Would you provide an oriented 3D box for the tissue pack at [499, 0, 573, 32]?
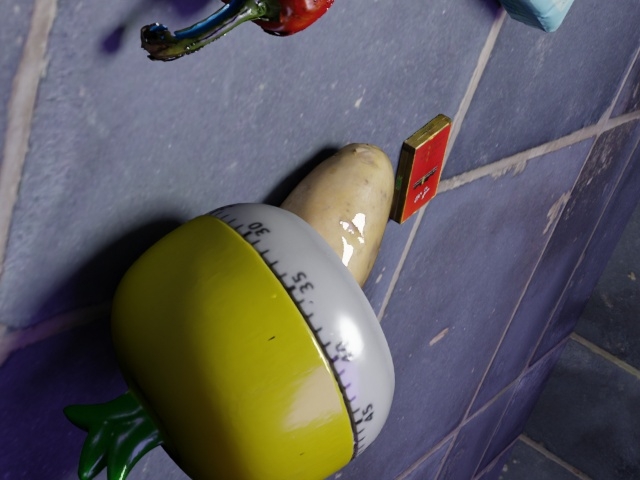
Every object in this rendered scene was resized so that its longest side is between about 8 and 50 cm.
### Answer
[{"bbox_3d":[0.258,-0.370,1.187,0.177,0.089,0.263,-63,154,7],"label":"tissue pack"}]

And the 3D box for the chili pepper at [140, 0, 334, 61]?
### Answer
[{"bbox_3d":[0.008,-0.270,0.789,0.388,0.110,0.110,-55,156,-18],"label":"chili pepper"}]

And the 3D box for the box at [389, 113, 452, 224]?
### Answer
[{"bbox_3d":[0.134,-0.095,1.351,0.090,0.023,0.133,-35,147,-38],"label":"box"}]

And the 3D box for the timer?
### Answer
[{"bbox_3d":[-0.101,0.122,0.883,0.285,0.285,0.285,-44,152,-30],"label":"timer"}]

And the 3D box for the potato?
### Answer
[{"bbox_3d":[0.000,-0.001,1.091,0.235,0.128,0.161,-66,171,6],"label":"potato"}]
